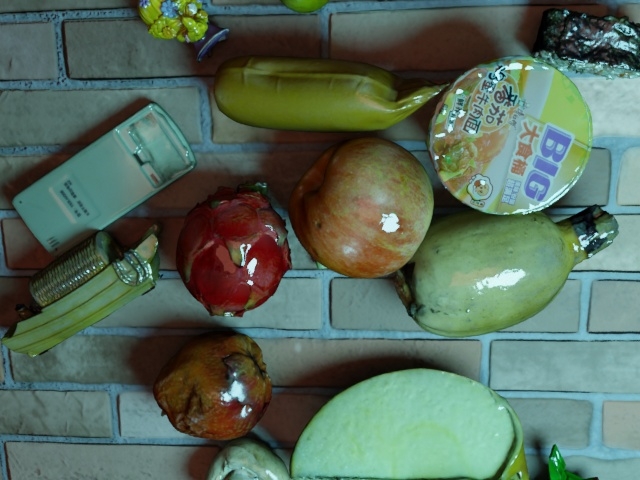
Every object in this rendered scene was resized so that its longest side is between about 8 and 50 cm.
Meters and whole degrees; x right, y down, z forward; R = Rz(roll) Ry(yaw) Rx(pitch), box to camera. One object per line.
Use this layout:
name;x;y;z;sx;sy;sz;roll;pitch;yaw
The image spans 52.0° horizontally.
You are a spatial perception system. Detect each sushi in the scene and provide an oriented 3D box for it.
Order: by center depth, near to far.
sushi;0.366;-0.262;0.886;0.150;0.090;0.078;12;100;4

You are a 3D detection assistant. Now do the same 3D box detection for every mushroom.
mushroom;-0.118;0.394;1.067;0.148;0.112;0.148;0;94;4

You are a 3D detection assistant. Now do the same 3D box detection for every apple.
apple;0.053;-0.050;0.902;0.164;0.209;0.209;27;105;-20
apple;-0.021;-0.361;0.903;0.090;0.074;0.089;0;92;-13
apple;0.133;0.320;0.993;0.346;0.179;0.254;-3;101;3

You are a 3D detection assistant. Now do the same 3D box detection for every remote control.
remote control;-0.331;-0.092;1.013;0.285;0.038;0.123;-34;100;9

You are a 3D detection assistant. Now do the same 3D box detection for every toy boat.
toy boat;-0.371;0.069;1.022;0.310;0.089;0.115;-29;109;11

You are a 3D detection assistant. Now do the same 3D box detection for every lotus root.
lotus root;0.257;0.032;0.917;0.310;0.183;0.182;-18;101;5

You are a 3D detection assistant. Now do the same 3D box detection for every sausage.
sausage;0.011;-0.196;0.884;0.328;0.112;0.112;7;104;20

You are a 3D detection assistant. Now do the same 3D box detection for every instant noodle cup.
instant noodle cup;0.243;-0.148;0.891;0.205;0.153;0.204;1;105;5

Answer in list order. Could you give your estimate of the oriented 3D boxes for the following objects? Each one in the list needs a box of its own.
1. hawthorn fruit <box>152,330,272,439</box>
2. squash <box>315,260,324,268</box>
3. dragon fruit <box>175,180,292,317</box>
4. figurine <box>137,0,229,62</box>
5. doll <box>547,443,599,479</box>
hawthorn fruit;-0.166;0.223;1.009;0.179;0.173;0.173;3;103;3
squash;0.000;0.000;1.008;0.028;0.027;0.083;-9;101;7
dragon fruit;-0.123;0.016;0.952;0.172;0.172;0.209;7;96;3
figurine;-0.209;-0.324;0.908;0.095;0.115;0.156;-44;94;2
doll;0.365;0.430;1.039;0.134;0.106;0.186;38;122;11
